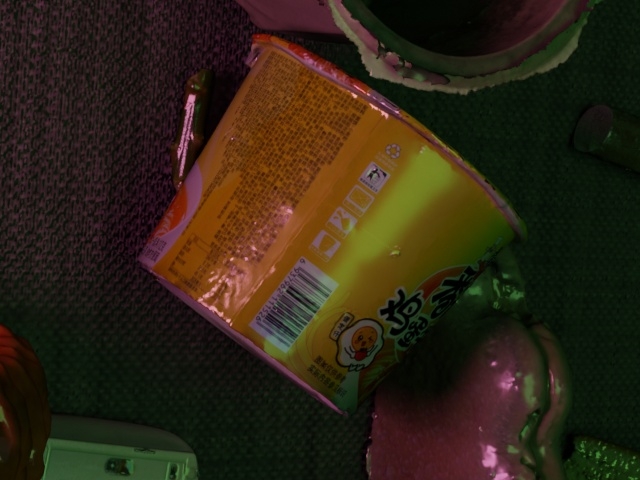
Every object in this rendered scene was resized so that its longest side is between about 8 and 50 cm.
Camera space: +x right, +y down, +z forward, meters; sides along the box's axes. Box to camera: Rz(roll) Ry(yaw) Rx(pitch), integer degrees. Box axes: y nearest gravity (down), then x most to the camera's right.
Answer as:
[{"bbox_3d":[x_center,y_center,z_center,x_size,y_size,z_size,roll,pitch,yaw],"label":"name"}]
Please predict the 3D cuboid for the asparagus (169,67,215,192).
[{"bbox_3d":[-0.103,-0.083,1.435,0.025,0.021,0.108,10,91,-29],"label":"asparagus"}]

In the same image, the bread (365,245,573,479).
[{"bbox_3d":[0.132,0.156,1.524,0.102,0.183,0.337,-5,99,-40],"label":"bread"}]

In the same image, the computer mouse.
[{"bbox_3d":[-0.186,0.189,1.402,0.199,0.045,0.102,10,90,-32],"label":"computer mouse"}]

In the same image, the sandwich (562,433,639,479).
[{"bbox_3d":[0.324,0.270,1.710,0.244,0.088,0.090,38,72,-30],"label":"sandwich"}]

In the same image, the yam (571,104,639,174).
[{"bbox_3d":[0.296,-0.085,1.669,0.132,0.054,0.054,18,87,-32],"label":"yam"}]

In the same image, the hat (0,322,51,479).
[{"bbox_3d":[-0.332,0.229,1.199,0.285,0.285,0.400,1,106,-32],"label":"hat"}]

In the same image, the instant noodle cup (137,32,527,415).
[{"bbox_3d":[0.000,0.000,1.386,0.264,0.264,0.200,39,84,-30],"label":"instant noodle cup"}]

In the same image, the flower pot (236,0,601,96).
[{"bbox_3d":[0.041,-0.248,1.361,0.290,0.259,0.290,-3,95,-32],"label":"flower pot"}]
